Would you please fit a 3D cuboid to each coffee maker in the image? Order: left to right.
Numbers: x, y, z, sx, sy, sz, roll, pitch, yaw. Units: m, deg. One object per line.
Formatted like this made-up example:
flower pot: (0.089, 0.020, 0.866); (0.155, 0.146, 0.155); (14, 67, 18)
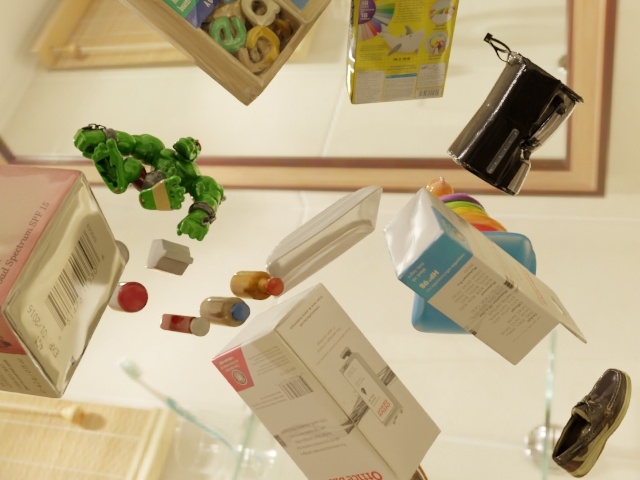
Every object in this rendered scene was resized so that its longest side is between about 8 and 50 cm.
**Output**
coffee maker: (0.267, -0.180, 1.203); (0.178, 0.171, 0.120); (-55, -11, 10)

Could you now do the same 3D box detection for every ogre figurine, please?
ogre figurine: (-0.197, -0.080, 0.992); (0.118, 0.197, 0.097); (-36, -39, -64)

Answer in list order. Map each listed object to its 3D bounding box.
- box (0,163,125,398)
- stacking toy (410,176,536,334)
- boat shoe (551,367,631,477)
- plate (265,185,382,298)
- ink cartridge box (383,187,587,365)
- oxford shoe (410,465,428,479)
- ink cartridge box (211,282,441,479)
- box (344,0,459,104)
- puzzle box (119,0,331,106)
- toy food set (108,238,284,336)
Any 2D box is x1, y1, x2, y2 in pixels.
box: (-0.309, 0.025, 0.679); (0.127, 0.232, 0.149); (80, -160, -48)
stacking toy: (0.206, -0.006, 1.236); (0.302, 0.165, 0.175); (-97, 8, -57)
boat shoe: (0.348, 0.229, 1.042); (0.049, 0.056, 0.152); (32, -101, -21)
plate: (0.000, 0.000, 1.669); (0.045, 0.278, 0.277); (52, 170, 13)
ink cartridge box: (0.147, 0.041, 0.737); (0.180, 0.060, 0.104); (36, -162, -17)
oxford shoe: (0.091, 0.438, 1.563); (0.363, 0.130, 0.133); (40, -170, -25)
ink cartridge box: (0.004, 0.227, 1.177); (0.283, 0.207, 0.117); (51, -128, -6)
box: (0.081, -0.223, 0.808); (0.179, 0.105, 0.043); (94, 166, -47)
puzzle box: (-0.066, -0.377, 0.849); (0.409, 0.272, 0.052); (-58, 15, -22)
toy food set: (-0.170, 0.062, 1.030); (0.232, 0.104, 0.111); (20, -102, -30)
